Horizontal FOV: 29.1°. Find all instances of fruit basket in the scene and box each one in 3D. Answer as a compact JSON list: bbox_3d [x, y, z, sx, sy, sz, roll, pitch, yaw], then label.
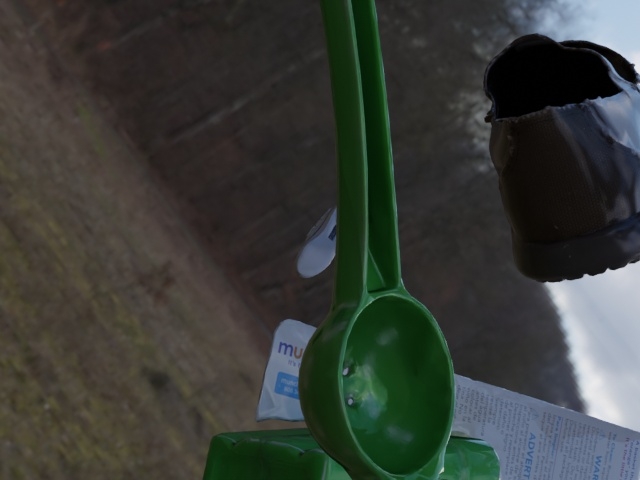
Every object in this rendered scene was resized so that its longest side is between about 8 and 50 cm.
[{"bbox_3d":[0.068,0.245,0.754,0.165,0.327,0.353,-1,-16,44],"label":"fruit basket"}]

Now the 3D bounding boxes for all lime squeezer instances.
[{"bbox_3d":[0.059,0.055,0.345,0.310,0.110,0.059,57,20,21],"label":"lime squeezer"}]

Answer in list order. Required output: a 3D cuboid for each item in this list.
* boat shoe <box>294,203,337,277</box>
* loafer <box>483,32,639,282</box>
[{"bbox_3d":[0.000,0.000,1.362,0.035,0.100,0.035,38,-18,-18],"label":"boat shoe"},{"bbox_3d":[0.188,-0.099,0.912,0.366,0.134,0.130,-76,149,-67],"label":"loafer"}]
